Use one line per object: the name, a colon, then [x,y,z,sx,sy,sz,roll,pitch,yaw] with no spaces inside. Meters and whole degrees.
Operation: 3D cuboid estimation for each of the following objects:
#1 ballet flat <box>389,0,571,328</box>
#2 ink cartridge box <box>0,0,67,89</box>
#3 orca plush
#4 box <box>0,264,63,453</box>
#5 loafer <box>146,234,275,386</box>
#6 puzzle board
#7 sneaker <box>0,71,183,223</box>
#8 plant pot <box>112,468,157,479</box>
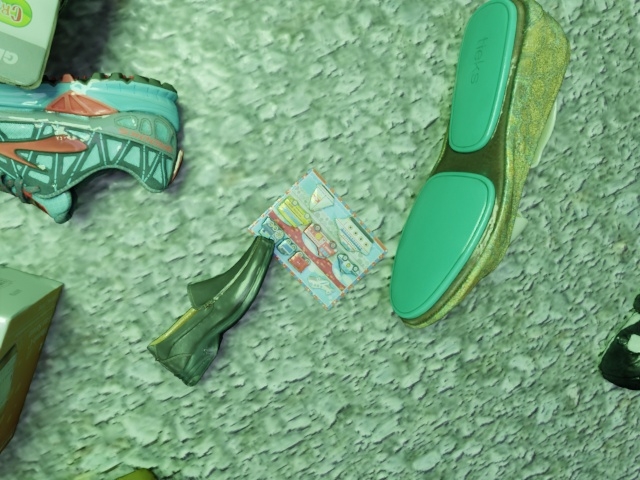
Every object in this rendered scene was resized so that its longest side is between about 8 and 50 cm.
ballet flat: [0.175,-0.068,0.489,0.123,0.123,0.348,14,94,-14]
ink cartridge box: [-0.313,-0.270,0.281,0.310,0.130,0.271,14,92,-37]
orca plush: [0.505,0.121,0.587,0.288,0.102,0.151,-9,99,-11]
box: [-0.306,0.114,0.392,0.091,0.130,0.170,19,94,-15]
loafer: [-0.107,0.062,0.467,0.061,0.062,0.170,34,88,-10]
puzzle board: [0.000,0.000,0.506,0.096,0.011,0.128,-44,105,-4]
sneaker: [-0.251,-0.072,0.394,0.262,0.104,0.125,-6,101,-11]
plant pot: [-0.207,0.341,0.415,0.212,0.187,0.212,-20,101,-9]
